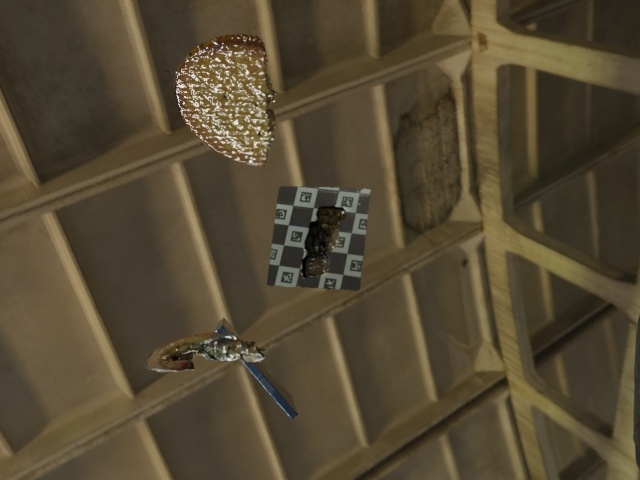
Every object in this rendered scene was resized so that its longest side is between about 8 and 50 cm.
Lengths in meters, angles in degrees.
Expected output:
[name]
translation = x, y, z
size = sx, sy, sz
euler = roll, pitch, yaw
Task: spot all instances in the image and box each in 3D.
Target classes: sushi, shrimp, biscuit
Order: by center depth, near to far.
[biscuit]
translation = -0.116, -0.171, 0.790
size = 0.206, 0.126, 0.025
euler = 97, -176, -55
[shrimp]
translation = -0.205, 0.202, 1.133
size = 0.143, 0.251, 0.052
euler = -28, -76, -51
[sushi]
translation = 0.000, 0.000, 1.296
size = 0.050, 0.192, 0.215
euler = 58, -143, -66

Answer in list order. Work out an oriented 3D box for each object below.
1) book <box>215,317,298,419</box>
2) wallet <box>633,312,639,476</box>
[book]
translation = -0.153, 0.299, 1.536
size = 0.025, 0.191, 0.269
euler = -40, -87, -7
[wallet]
translation = 0.385, 0.140, 0.572
size = 0.051, 0.197, 0.377
euler = 26, -114, -68
